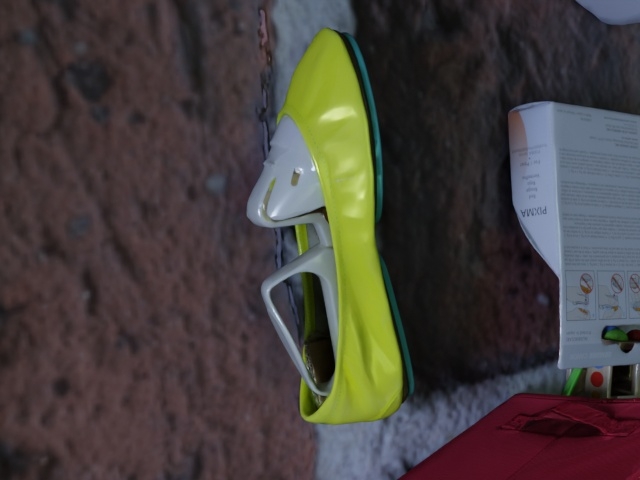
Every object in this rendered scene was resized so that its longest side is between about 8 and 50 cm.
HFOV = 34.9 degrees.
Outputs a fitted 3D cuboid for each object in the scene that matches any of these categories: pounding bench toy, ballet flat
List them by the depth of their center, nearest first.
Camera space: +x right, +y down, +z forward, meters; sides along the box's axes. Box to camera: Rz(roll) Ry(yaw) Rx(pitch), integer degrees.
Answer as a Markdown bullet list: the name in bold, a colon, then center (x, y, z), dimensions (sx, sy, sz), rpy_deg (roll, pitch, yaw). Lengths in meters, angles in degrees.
- **ballet flat**: center (0.000, 0.000, 0.575), dimensions (0.077, 0.077, 0.230), rpy_deg (-14, 104, -18)
- **pounding bench toy**: center (0.200, 0.095, 0.736), dimensions (0.083, 0.052, 0.065), rpy_deg (4, 92, -36)

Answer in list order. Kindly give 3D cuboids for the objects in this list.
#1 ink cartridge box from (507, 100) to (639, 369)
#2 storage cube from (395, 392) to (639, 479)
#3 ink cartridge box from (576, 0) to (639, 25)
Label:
- **ink cartridge box**: center (0.199, -0.002, 0.721), dimensions (0.145, 0.045, 0.179), rpy_deg (2, 87, -36)
- **storage cube**: center (0.148, 0.222, 0.610), dimensions (0.193, 0.184, 0.215), rpy_deg (-27, 98, -31)
- **ink cartridge box**: center (0.219, -0.276, 0.698), dimensions (0.153, 0.087, 0.208), rpy_deg (25, 80, -34)
